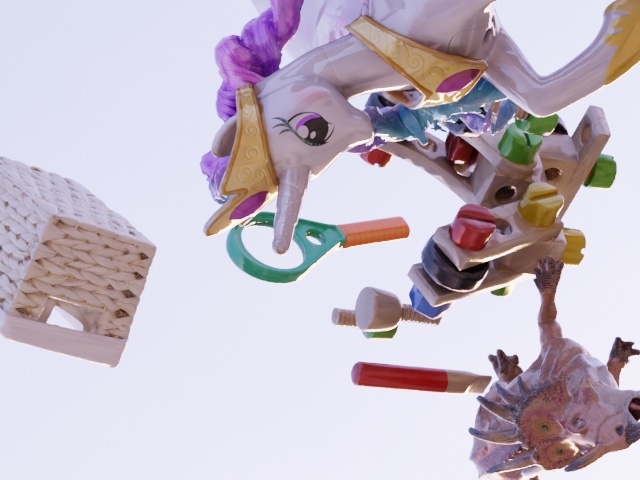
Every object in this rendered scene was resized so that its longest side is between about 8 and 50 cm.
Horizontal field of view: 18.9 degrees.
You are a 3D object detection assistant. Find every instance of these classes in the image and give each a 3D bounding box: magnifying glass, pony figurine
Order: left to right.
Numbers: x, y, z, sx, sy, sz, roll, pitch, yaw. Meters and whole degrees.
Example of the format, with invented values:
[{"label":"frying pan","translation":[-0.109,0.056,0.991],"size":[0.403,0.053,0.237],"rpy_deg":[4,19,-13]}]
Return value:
[{"label":"magnifying glass","translation":[0.000,0.000,2.071],"size":[0.231,0.092,0.026],"rpy_deg":[-10,-39,-35]},{"label":"pony figurine","translation":[0.039,-0.193,1.234],"size":[0.363,0.351,0.303],"rpy_deg":[-27,-29,2]}]

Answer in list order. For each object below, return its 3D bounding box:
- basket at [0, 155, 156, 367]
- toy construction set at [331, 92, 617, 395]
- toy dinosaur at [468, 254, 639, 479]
[{"label":"basket","translation":[-0.213,0.011,1.480],"size":[0.113,0.167,0.103],"rpy_deg":[19,-79,-37]},{"label":"toy construction set","translation":[0.164,-0.006,1.738],"size":[0.237,0.257,0.309],"rpy_deg":[8,-73,-26]},{"label":"toy dinosaur","translation":[0.185,0.157,1.656],"size":[0.200,0.127,0.296],"rpy_deg":[-62,-1,-38]}]
